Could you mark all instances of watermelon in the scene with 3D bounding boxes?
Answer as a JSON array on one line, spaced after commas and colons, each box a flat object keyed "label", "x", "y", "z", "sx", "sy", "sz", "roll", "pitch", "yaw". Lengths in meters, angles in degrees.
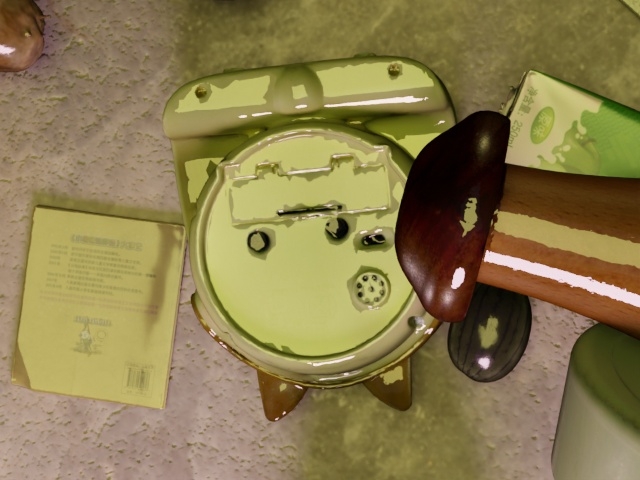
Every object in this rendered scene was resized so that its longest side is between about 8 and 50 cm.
[{"label": "watermelon", "x": 0.166, "y": 0.084, "z": 1.708, "sx": 0.078, "sy": 0.078, "sz": 0.111, "roll": 16, "pitch": 90, "yaw": 9}]

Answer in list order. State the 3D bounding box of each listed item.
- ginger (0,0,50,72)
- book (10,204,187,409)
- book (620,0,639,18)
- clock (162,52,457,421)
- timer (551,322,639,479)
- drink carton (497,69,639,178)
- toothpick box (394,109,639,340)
[{"label": "ginger", "x": -0.358, "y": -0.306, "z": 1.781, "sx": 0.244, "sy": 0.155, "sz": 0.304, "roll": 30, "pitch": 84, "yaw": 16}, {"label": "book", "x": -0.227, "y": 0.068, "z": 1.802, "sx": 0.168, "sy": 0.013, "sz": 0.192, "roll": 8, "pitch": 89, "yaw": 9}, {"label": "book", "x": 0.374, "y": -0.280, "z": 1.721, "sx": 0.118, "sy": 0.012, "sz": 0.172, "roll": 43, "pitch": 95, "yaw": 7}, {"label": "clock", "x": 0.000, "y": 0.000, "z": 1.717, "sx": 0.286, "sy": 0.117, "sz": 0.348, "roll": -6, "pitch": 87, "yaw": 9}, {"label": "timer", "x": 0.318, "y": 0.271, "z": 1.607, "sx": 0.290, "sy": 0.291, "sz": 0.315, "roll": 23, "pitch": 113, "yaw": 9}, {"label": "drink carton", "x": 0.286, "y": -0.047, "z": 1.678, "sx": 0.271, "sy": 0.108, "sz": 0.161, "roll": 25, "pitch": 94, "yaw": 8}, {"label": "toothpick box", "x": 0.213, "y": -0.002, "z": 1.545, "sx": 0.294, "sy": 0.192, "sz": 0.192, "roll": 13, "pitch": 90, "yaw": 4}]
